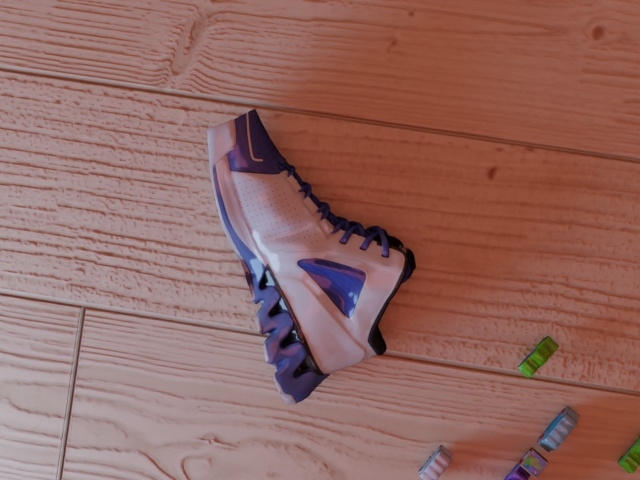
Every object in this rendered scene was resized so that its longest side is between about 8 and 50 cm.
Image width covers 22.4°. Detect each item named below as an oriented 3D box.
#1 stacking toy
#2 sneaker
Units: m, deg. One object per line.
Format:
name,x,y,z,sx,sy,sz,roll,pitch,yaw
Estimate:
stacking toy,0.234,0.234,1.747,0.167,0.052,0.221,42,93,1
sneaker,0.000,0.001,1.733,0.182,0.127,0.315,-18,97,2
